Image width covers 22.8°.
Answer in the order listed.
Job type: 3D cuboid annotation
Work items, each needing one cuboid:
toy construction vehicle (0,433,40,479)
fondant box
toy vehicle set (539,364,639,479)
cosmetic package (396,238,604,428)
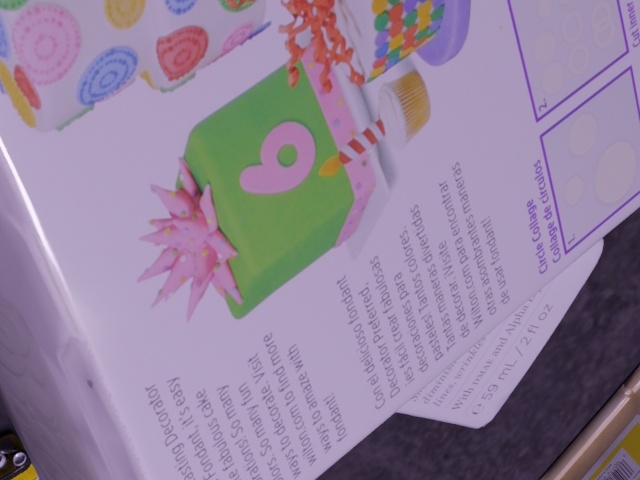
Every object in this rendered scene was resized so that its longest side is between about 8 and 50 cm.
[{"bbox_3d":[-0.182,0.104,0.700,0.098,0.035,0.086,-32,144,-1],"label":"toy construction vehicle"},{"bbox_3d":[0.016,-0.085,0.535,0.330,0.096,0.238,-37,125,-28],"label":"fondant box"},{"bbox_3d":[0.192,0.164,0.863,0.035,0.166,0.267,27,107,-40],"label":"toy vehicle set"},{"bbox_3d":[0.000,0.000,0.688,0.231,0.085,0.117,14,114,-38],"label":"cosmetic package"}]
